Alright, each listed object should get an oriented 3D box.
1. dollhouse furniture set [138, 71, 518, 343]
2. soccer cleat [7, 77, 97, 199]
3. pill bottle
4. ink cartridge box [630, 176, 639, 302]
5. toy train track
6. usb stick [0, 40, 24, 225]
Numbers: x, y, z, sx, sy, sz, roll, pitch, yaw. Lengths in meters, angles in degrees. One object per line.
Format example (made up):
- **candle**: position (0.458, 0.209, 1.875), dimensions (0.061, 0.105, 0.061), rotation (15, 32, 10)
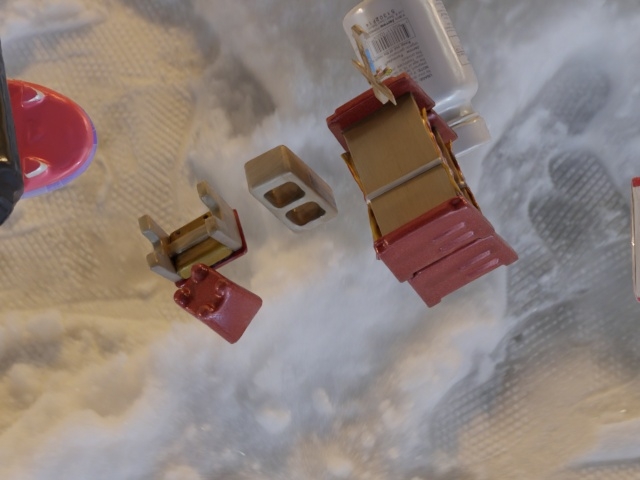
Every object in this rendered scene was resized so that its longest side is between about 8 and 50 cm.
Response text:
- **dollhouse furniture set**: position (0.000, 0.000, 1.212), dimensions (0.374, 0.152, 0.201), rotation (-28, 54, 15)
- **soccer cleat**: position (-0.254, -0.048, 0.696), dimensions (0.248, 0.095, 0.083), rotation (-9, 77, 10)
- **pill bottle**: position (0.132, -0.213, 1.409), dimensions (0.131, 0.131, 0.229), rotation (-24, 90, -6)
- **ink cartridge box**: position (0.473, -0.009, 0.977), dimensions (0.306, 0.226, 0.131), rotation (-5, 90, -22)
- **toy train track**: position (0.037, -0.123, 0.741), dimensions (0.014, 0.083, 0.048), rotation (-40, 61, -5)
- **usb stick**: position (-0.203, -0.110, 0.563), dimensions (0.077, 0.045, 0.278), rotation (-32, 53, 15)
